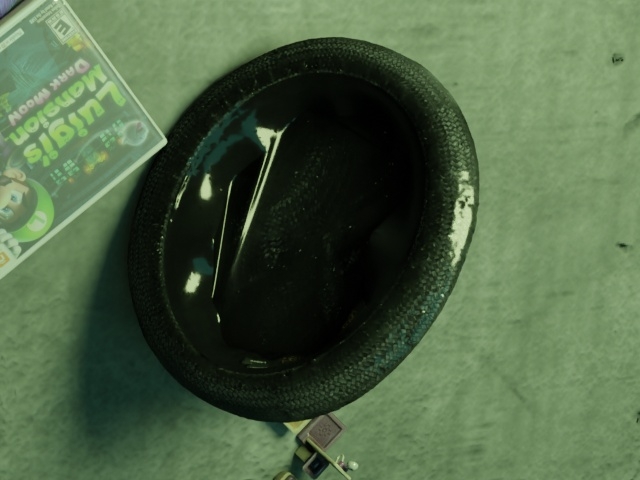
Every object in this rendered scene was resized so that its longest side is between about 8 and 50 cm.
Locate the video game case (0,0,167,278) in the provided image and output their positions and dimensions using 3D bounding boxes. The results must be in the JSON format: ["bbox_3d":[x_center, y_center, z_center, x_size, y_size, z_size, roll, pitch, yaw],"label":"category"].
[{"bbox_3d":[-0.246,-0.087,1.340,0.190,0.022,0.173,-40,121,-10],"label":"video game case"}]

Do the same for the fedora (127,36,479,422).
[{"bbox_3d":[0.000,0.000,1.396,0.334,0.334,0.152,-55,155,-1],"label":"fedora"}]

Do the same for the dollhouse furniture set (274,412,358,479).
[{"bbox_3d":[-0.022,0.189,1.511,0.091,0.081,0.114,-46,120,-6],"label":"dollhouse furniture set"}]

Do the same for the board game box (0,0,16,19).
[{"bbox_3d":[-0.303,-0.228,1.260,0.168,0.033,0.133,39,87,-31],"label":"board game box"}]
